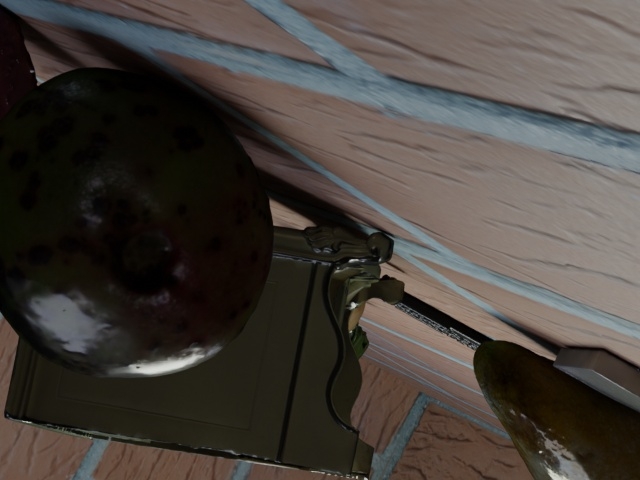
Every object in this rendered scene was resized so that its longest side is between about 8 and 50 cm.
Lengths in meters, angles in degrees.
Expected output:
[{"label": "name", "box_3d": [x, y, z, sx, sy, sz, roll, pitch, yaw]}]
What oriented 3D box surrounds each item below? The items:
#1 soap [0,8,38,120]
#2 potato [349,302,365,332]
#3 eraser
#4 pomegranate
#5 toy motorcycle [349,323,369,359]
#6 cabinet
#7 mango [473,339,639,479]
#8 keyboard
[{"label": "soap", "box_3d": [-0.333, -0.127, 1.420, 0.112, 0.182, 0.289, 27, 142, 38]}, {"label": "potato", "box_3d": [0.002, 0.067, 1.987, 0.112, 0.112, 0.147, 28, 179, 7]}, {"label": "eraser", "box_3d": [0.277, 0.131, 1.582, 0.104, 0.023, 0.150, 29, 176, -4]}, {"label": "pomegranate", "box_3d": [-0.156, -0.036, 1.362, 0.242, 0.242, 0.306, 30, -154, -23]}, {"label": "toy motorcycle", "box_3d": [-0.013, 0.104, 2.412, 0.205, 0.127, 0.275, 24, 167, 33]}, {"label": "cabinet", "box_3d": [-0.095, 0.093, 1.653, 0.318, 0.228, 0.290, 8, 170, 7]}, {"label": "mango", "box_3d": [0.277, 0.208, 1.753, 0.316, 0.146, 0.193, 45, 169, -19]}, {"label": "keyboard", "box_3d": [0.165, 0.111, 2.026, 0.262, 0.016, 0.106, 29, 175, -2]}]
